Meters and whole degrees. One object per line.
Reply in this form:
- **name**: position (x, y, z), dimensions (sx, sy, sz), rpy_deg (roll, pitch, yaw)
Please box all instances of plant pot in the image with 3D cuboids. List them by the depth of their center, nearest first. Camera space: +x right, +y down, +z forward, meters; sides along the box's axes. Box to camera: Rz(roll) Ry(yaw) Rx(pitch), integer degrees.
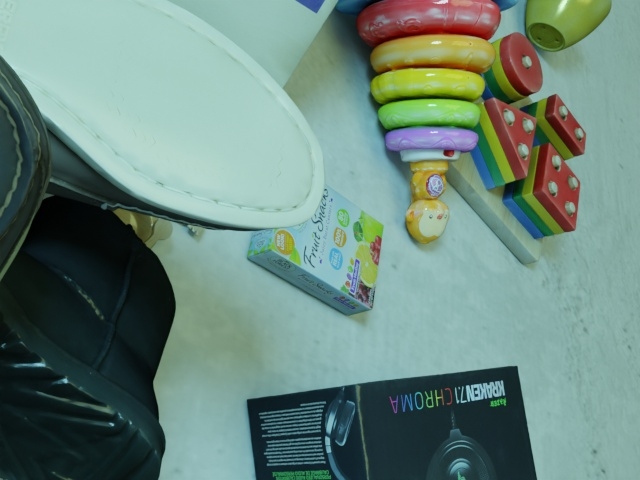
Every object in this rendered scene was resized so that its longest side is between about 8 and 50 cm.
- **plant pot**: position (0.387, -0.364, 1.243), dimensions (0.134, 0.134, 0.095), rpy_deg (41, 73, -30)

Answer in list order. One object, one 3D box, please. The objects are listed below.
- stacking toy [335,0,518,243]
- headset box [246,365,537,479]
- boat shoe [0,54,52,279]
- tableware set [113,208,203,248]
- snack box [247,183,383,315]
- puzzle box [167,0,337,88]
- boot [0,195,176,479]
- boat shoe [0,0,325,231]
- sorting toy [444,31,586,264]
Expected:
- **stacking toy**: position (0.122, -0.147, 0.872), dimensions (0.175, 0.166, 0.301), rpy_deg (-1, 92, -38)
- **headset box**: position (0.081, 0.263, 0.670), dimensions (0.246, 0.131, 0.283), rpy_deg (6, 73, -46)
- **boat shoe**: position (-0.234, 0.056, 0.233), dimensions (0.355, 0.130, 0.132), rpy_deg (-41, 110, -14)
- **tableware set**: position (-0.153, -0.064, 0.617), dimensions (0.168, 0.020, 0.141), rpy_deg (57, 43, -15)
- **snack box**: position (0.000, 0.000, 0.746), dimensions (0.141, 0.037, 0.100), rpy_deg (33, 53, -35)
- **puzzle box**: position (-0.131, -0.281, 0.549), dimensions (0.409, 0.272, 0.052), rpy_deg (20, 22, -41)
- **boot**: position (-0.182, 0.021, 0.442), dimensions (0.246, 0.094, 0.207), rpy_deg (47, 8, -24)
- **boat shoe**: position (-0.150, -0.080, 0.410), dimensions (0.324, 0.097, 0.116), rpy_deg (21, 61, -27)
- **sorting toy**: position (0.269, -0.147, 1.051), dimensions (0.255, 0.089, 0.257), rpy_deg (42, 49, -29)
